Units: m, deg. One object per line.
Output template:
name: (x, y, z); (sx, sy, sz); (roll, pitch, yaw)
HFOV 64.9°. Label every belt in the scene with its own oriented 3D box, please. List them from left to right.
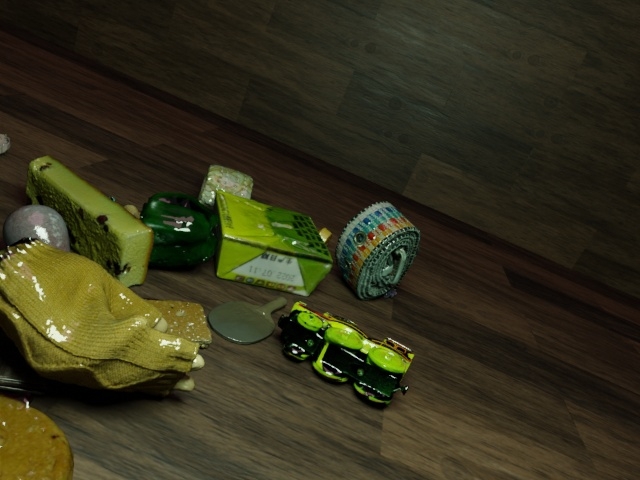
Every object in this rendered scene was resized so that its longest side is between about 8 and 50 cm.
belt: (0.159, 0.049, 1.392); (0.207, 0.295, 0.160); (-16, 49, -35)

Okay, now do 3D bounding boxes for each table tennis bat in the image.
table tennis bat: (-0.147, 0.168, 1.115); (0.131, 0.022, 0.234); (31, 24, 22)

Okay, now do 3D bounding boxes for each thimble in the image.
thimble: (-0.294, -0.144, 1.554); (0.144, 0.137, 0.190); (19, 36, -18)

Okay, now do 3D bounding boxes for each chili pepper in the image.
chili pepper: (-0.368, -0.027, 1.145); (0.261, 0.165, 0.173); (6, 31, -5)

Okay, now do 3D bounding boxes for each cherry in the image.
cherry: (-0.549, 0.010, 1.000); (0.148, 0.188, 0.115); (33, 60, -2)

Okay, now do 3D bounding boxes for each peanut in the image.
peanut: (-0.469, -0.055, 1.275); (0.113, 0.053, 0.054); (35, 24, 29)

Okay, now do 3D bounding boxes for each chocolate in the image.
chocolate: (-0.148, 0.006, 1.341); (0.289, 0.137, 0.301); (15, 21, -21)

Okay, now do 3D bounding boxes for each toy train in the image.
toy train: (0.051, 0.229, 1.061); (0.296, 0.100, 0.160); (27, 14, 12)

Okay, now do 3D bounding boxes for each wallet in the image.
wallet: (-0.506, 0.159, 0.720); (0.230, 0.042, 0.124); (20, 19, -26)

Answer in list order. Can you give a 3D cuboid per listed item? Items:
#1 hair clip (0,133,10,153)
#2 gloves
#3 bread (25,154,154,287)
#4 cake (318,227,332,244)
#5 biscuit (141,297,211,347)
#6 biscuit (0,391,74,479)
hair clip: (-0.938, -0.265, 1.260); (0.173, 0.069, 0.300); (31, 12, 16)
gloves: (-0.341, 0.133, 0.757); (0.356, 0.155, 0.203); (33, 3, -15)
bread: (-0.509, -0.046, 1.082); (0.361, 0.138, 0.077); (32, 30, 23)
cake: (0.000, 0.000, 1.580); (0.044, 0.084, 0.084); (37, 23, 10)
biscuit: (-0.326, 0.152, 0.952); (0.231, 0.025, 0.131); (12, 25, -29)
biscuit: (-0.417, 0.261, 0.525); (0.296, 0.075, 0.296); (18, 17, -6)
